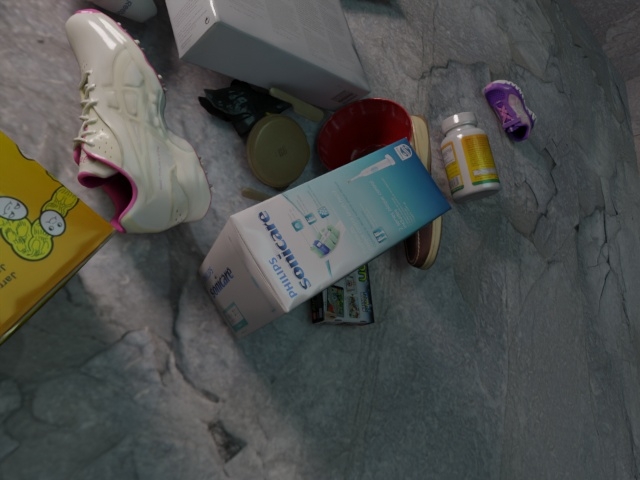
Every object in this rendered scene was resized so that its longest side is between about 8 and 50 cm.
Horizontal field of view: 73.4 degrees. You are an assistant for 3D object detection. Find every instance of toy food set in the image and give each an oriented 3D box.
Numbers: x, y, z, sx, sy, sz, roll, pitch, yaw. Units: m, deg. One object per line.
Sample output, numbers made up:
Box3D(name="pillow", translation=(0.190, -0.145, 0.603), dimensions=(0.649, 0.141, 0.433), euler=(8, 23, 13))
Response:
Box3D(name="toy food set", translation=(-0.072, -0.151, 0.739), dimensions=(0.133, 0.039, 0.191), euler=(16, 90, -40))

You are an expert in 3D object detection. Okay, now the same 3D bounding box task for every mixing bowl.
Box3D(name="mixing bowl", translation=(0.095, -0.173, 0.832), dimensions=(0.098, 0.182, 0.181), euler=(51, 42, -58))

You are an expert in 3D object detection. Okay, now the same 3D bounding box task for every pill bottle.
Box3D(name="pill bottle", translation=(0.371, -0.209, 1.086), dimensions=(0.118, 0.118, 0.208), euler=(-3, 77, -40))

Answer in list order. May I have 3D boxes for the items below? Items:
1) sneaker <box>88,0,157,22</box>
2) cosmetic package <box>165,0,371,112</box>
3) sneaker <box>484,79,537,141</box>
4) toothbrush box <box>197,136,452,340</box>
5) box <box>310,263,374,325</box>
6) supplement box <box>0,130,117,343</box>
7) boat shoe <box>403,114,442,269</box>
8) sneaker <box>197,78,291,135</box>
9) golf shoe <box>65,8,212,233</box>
Box3D(name="sneaker", translation=(-0.307, -0.453, 0.635), dimensions=(0.129, 0.111, 0.296), euler=(17, 65, -57))
Box3D(name="cosmetic package", translation=(-0.085, -0.397, 0.729), dimensions=(0.378, 0.098, 0.284), euler=(-3, 75, -52))
Box3D(name="sneaker", translation=(0.600, -0.401, 1.359), dimensions=(0.236, 0.095, 0.104), euler=(36, 63, -26))
Box3D(name="toothbrush box", translation=(0.000, 0.000, 0.608), dimensions=(0.296, 0.216, 0.126), euler=(-28, 84, -32))
Box3D(name="box", translation=(0.033, 0.046, 0.767), dimensions=(0.114, 0.036, 0.206), euler=(11, 65, -35))
Box3D(name="supplement box", translation=(-0.396, -0.043, 0.349), dimensions=(0.356, 0.194, 0.195), euler=(47, 52, -19))
Box3D(name="boat shoe", translation=(0.169, -0.105, 0.905), dimensions=(0.123, 0.123, 0.341), euler=(-1, 78, -9))
Box3D(name="sneaker", translation=(-0.120, -0.241, 0.735), dimensions=(0.170, 0.051, 0.089), euler=(-43, 109, -36))
Box3D(name="golf shoe", translation=(-0.262, -0.148, 0.552), dimensions=(0.140, 0.115, 0.306), euler=(-31, 95, -38))
